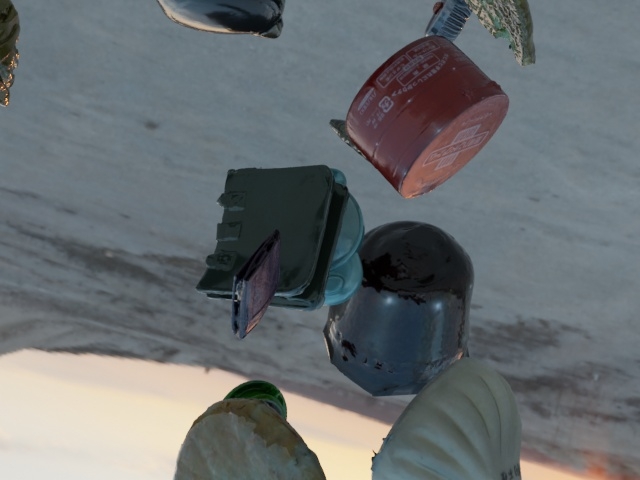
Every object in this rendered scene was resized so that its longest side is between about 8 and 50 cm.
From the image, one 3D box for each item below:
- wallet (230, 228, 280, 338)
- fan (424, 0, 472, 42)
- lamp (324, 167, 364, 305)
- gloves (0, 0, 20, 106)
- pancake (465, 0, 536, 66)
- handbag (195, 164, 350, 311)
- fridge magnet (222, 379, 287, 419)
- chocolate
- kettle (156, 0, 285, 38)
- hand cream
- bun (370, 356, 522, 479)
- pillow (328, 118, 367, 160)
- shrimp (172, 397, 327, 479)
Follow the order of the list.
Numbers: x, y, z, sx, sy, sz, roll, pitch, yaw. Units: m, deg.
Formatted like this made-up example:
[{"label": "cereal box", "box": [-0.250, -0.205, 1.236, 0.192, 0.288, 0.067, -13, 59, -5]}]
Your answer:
[{"label": "wallet", "box": [-0.094, 0.070, 1.268, 0.030, 0.111, 0.166, 29, 145, 15]}, {"label": "fan", "box": [0.289, -0.499, 1.695, 0.074, 0.130, 0.244, 29, 151, -6]}, {"label": "lamp", "box": [-0.002, -0.001, 1.782, 0.209, 0.284, 0.147, -17, -177, 7]}, {"label": "gloves", "box": [-0.650, -0.397, 1.572, 0.141, 0.154, 0.331, 17, 139, 30]}, {"label": "pancake", "box": [0.293, -0.465, 1.472, 0.376, 0.054, 0.197, 57, 170, -27]}, {"label": "handbag", "box": [-0.089, -0.007, 1.473, 0.260, 0.247, 0.079, 1, 157, 34]}, {"label": "fridge magnet", "box": [-0.168, 0.447, 2.041, 0.208, 0.208, 0.088, 24, 174, -35]}, {"label": "chocolate", "box": [0.215, 0.131, 1.966, 0.384, 0.383, 0.331, 17, 132, 0]}, {"label": "kettle", "box": [-0.132, -0.381, 0.949, 0.165, 0.255, 0.240, -5, 170, 43]}, {"label": "hand cream", "box": [0.138, -0.161, 1.086, 0.125, 0.193, 0.193, 51, -179, 19]}, {"label": "bun", "box": [0.214, 0.318, 1.207, 0.175, 0.263, 0.263, 36, -179, 29]}, {"label": "pillow", "box": [0.103, -0.161, 1.476, 0.113, 0.038, 0.203, 9, -156, -32]}, {"label": "shrimp", "box": [-0.083, 0.385, 0.950, 0.272, 0.445, 0.085, 35, -149, 31]}]
